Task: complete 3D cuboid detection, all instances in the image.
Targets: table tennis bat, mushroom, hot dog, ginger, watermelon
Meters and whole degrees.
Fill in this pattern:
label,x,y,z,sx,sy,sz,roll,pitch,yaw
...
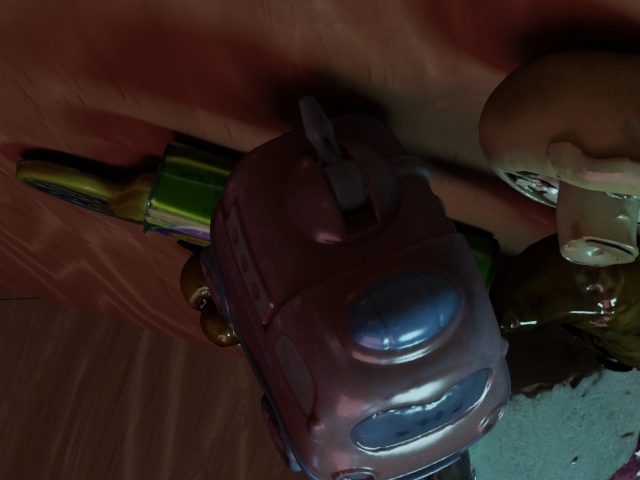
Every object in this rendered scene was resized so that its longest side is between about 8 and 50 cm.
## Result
label,x,y,z,sx,sy,sz,roll,pitch,yaw
table tennis bat,-0.237,-0.049,1.535,0.224,0.054,0.369,21,172,-25
mushroom,0.168,-0.047,0.774,0.154,0.122,0.154,11,174,1
hot dog,-0.048,0.076,1.489,0.326,0.107,0.194,16,-170,-45
ginger,0.253,0.053,1.160,0.133,0.107,0.309,-3,165,25
watermelon,0.218,0.179,1.349,0.258,0.228,0.387,-25,173,8

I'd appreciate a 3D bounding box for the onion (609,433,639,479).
label,x,y,z,sx,sy,sz,roll,pitch,yaw
onion,0.376,0.217,1.483,0.256,0.230,0.272,15,176,13

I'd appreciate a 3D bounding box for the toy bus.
label,x,y,z,sx,sy,sz,roll,pitch,yaw
toy bus,0.030,0.038,1.012,0.197,0.294,0.232,-20,162,-11

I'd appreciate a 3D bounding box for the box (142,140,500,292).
label,x,y,z,sx,sy,sz,roll,pitch,yaw
box,0.000,0.000,1.302,0.345,0.097,0.134,17,172,-4
